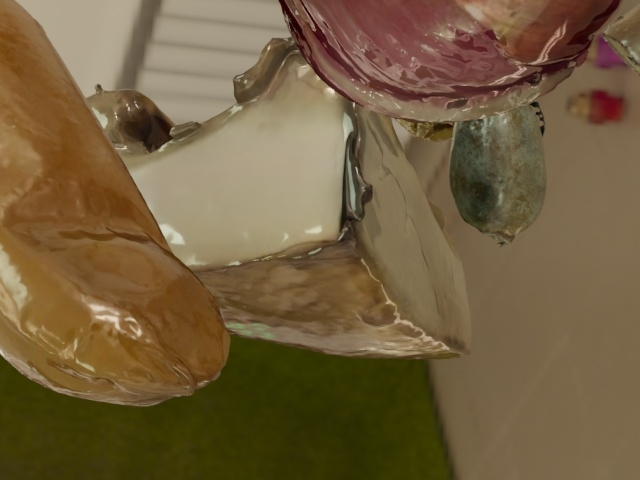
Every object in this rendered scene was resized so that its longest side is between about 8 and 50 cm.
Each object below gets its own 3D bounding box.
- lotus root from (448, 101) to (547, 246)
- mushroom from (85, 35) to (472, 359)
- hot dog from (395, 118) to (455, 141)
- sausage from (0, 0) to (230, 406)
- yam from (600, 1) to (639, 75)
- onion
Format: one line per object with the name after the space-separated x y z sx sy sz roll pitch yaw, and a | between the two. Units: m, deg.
0.150 -0.077 1.532 0.088 0.088 0.165 175 91 -71 | lotus root
-0.031 0.016 1.629 0.397 0.313 0.224 45 -145 -56 | mushroom
0.105 -0.123 1.709 0.169 0.078 0.061 -152 57 -68 | hot dog
-0.164 -0.019 1.021 0.116 0.134 0.354 -54 48 22 | sausage
0.356 -0.193 1.469 0.238 0.129 0.128 -40 4 3 | yam
0.033 -0.153 0.586 0.230 0.163 0.230 -172 90 -74 | onion
